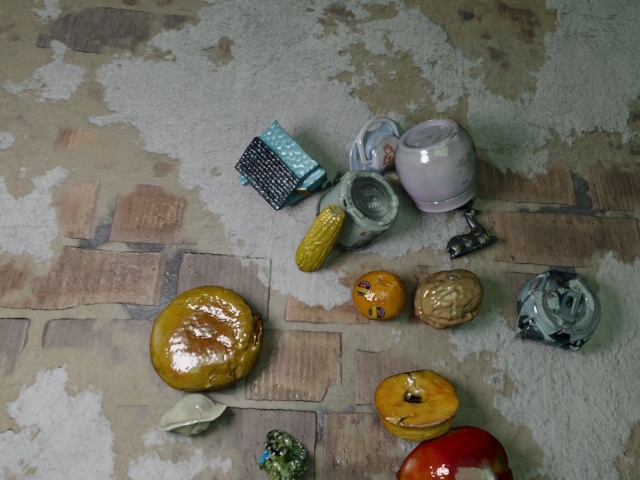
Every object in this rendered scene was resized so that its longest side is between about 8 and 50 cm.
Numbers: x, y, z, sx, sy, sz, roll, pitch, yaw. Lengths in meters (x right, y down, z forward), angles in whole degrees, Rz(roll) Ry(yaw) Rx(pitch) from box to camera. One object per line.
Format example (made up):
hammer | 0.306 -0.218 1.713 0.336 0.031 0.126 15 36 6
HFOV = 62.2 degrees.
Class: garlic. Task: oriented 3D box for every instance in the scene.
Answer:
garlic | 0.300 -0.229 1.966 0.083 0.041 0.053 -18 59 -20

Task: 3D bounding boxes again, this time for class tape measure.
tape measure | 0.803 0.235 1.789 0.257 0.147 0.274 16 70 0

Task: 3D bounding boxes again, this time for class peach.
peach | 0.388 0.703 1.565 0.338 0.281 0.280 -31 73 20

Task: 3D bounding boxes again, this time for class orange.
orange | 0.193 0.181 1.733 0.178 0.155 0.177 -6 34 4

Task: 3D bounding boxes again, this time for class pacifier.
pacifier | 0.179 -0.343 1.938 0.279 0.227 0.207 -31 32 -29

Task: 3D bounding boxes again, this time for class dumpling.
dumpling | -0.373 0.517 1.555 0.181 0.155 0.111 -44 104 -28

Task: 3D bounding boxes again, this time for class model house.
model house | -0.135 -0.223 1.848 0.241 0.226 0.261 -42 75 -3

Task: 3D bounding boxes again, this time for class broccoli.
broccoli | -0.110 0.630 1.537 0.155 0.160 0.167 8 49 15

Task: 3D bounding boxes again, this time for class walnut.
walnut | 0.423 0.189 1.741 0.245 0.198 0.198 -16 72 -20

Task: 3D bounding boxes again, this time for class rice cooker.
rice cooker | 0.121 -0.101 1.800 0.281 0.227 0.241 -15 76 -33

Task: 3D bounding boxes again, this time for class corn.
corn | 0.000 0.000 1.706 0.106 0.305 0.106 13 52 -17

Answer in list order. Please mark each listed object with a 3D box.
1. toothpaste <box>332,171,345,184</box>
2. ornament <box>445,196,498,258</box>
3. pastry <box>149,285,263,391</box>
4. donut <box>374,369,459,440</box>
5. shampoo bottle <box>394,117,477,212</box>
toothpaste | 0.133 -0.191 1.934 0.179 0.037 0.043 25 66 3
ornament | 0.498 -0.066 1.907 0.202 0.080 0.236 -19 75 -15
pastry | -0.351 0.303 1.632 0.357 0.164 0.355 1 71 -3
donut | 0.290 0.493 1.601 0.254 0.118 0.253 -11 27 6
shampoo bottle | 0.403 -0.257 1.833 0.273 0.266 0.273 -18 35 14
